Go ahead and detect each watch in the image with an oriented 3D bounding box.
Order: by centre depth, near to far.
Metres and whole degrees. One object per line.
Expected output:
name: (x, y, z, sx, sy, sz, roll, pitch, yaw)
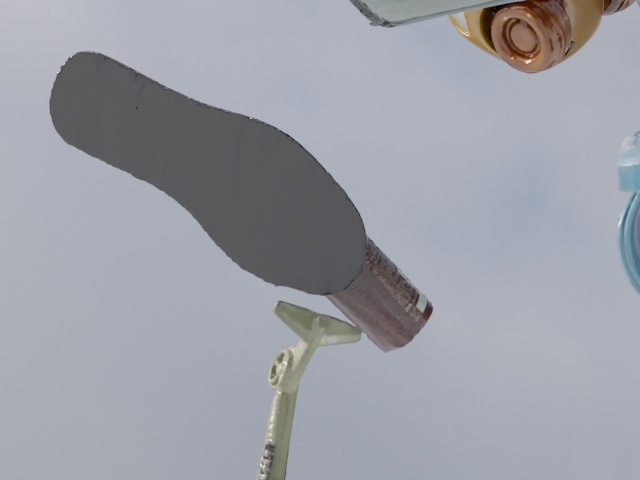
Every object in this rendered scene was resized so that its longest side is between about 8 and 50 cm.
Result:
watch: (0.373, -0.026, 1.811, 0.211, 0.193, 0.211, -18, 9, 3)

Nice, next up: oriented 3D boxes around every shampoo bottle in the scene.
shampoo bottle: (-0.001, 0.002, 1.666, 0.236, 0.067, 0.068, 44, -13, -19)

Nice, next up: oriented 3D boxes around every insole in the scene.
insole: (-0.096, -0.061, 1.593, 0.348, 0.119, 0.009, 29, 18, 28)

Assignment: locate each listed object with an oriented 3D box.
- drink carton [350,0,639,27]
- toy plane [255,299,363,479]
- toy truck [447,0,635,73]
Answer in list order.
drink carton: (0.108, -0.223, 1.140, 0.189, 0.185, 0.191, -4, -30, 34)
toy plane: (-0.037, 0.183, 1.156, 0.092, 0.286, 0.108, 17, -19, -21)
toy truck: (0.200, -0.323, 1.979, 0.211, 0.204, 0.288, 18, -48, 36)
